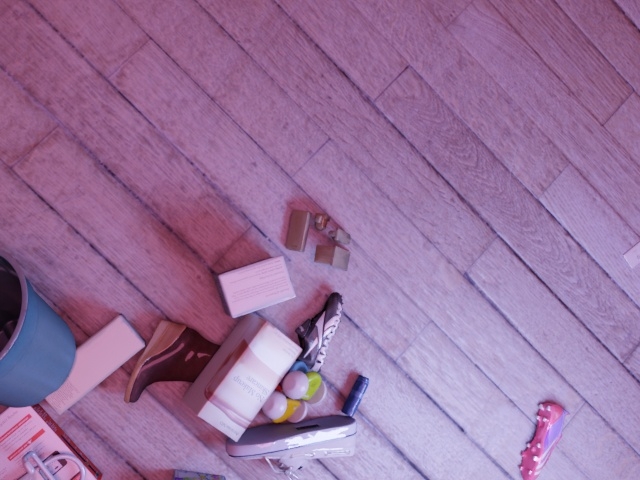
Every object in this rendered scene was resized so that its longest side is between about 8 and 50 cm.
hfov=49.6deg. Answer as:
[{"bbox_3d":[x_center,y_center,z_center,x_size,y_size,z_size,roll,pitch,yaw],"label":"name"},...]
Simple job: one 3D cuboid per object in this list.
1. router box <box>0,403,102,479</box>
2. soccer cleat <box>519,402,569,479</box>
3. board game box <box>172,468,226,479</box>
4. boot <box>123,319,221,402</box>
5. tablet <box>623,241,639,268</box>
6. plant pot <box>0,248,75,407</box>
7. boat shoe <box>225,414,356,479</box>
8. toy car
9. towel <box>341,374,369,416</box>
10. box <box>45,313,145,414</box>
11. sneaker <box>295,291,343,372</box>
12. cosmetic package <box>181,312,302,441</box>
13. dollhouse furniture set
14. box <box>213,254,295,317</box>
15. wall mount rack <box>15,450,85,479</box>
[{"bbox_3d":[-0.785,0.610,1.755,0.335,0.082,0.301,-40,95,-11],"label":"router box"},{"bbox_3d":[0.675,0.610,2.077,0.095,0.083,0.248,23,80,-15],"label":"soccer cleat"},{"bbox_3d":[-0.341,0.763,1.812,0.142,0.144,0.275,12,84,-11],"label":"board game box"},{"bbox_3d":[-0.386,0.353,1.851,0.207,0.090,0.248,28,78,-8],"label":"boot"},{"bbox_3d":[1.011,0.046,2.216,0.083,0.006,0.054,-36,95,-11],"label":"tablet"},{"bbox_3d":[-0.763,0.228,1.616,0.341,0.334,0.341,-3,64,6],"label":"plant pot"},{"bbox_3d":[-0.074,0.586,1.898,0.367,0.136,0.156,-5,95,-20],"label":"boat shoe"},{"bbox_3d":[-0.084,0.406,1.896,0.182,0.159,0.136,-45,54,9],"label":"toy car"},{"bbox_3d":[0.102,0.441,1.965,0.029,0.067,0.119,29,81,-8],"label":"towel"},{"bbox_3d":[-0.597,0.318,1.806,0.275,0.094,0.113,-38,95,-12],"label":"box"},{"bbox_3d":[-0.012,0.248,1.945,0.106,0.078,0.234,22,85,-13],"label":"sneaker"},{"bbox_3d":[-0.206,0.355,1.834,0.153,0.129,0.296,42,77,-28],"label":"cosmetic package"},{"bbox_3d":[0.000,0.000,1.988,0.151,0.123,0.144,8,84,23],"label":"dollhouse furniture set"},{"bbox_3d":[-0.181,0.122,1.862,0.182,0.181,0.119,-18,91,-13],"label":"box"},{"bbox_3d":[-0.701,0.694,1.659,0.350,0.130,0.304,-36,95,-11],"label":"wall mount rack"}]
